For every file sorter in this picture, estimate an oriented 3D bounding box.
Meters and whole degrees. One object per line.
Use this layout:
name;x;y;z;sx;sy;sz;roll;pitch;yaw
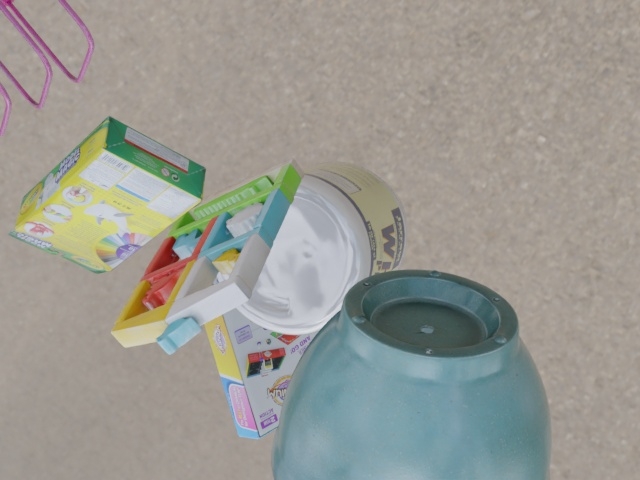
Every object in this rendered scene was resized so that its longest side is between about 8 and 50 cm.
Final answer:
file sorter;-0.465;-0.224;1.294;0.182;0.291;0.202;51;157;-3

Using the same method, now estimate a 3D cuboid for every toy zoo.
toy zoo;-0.136;0.024;1.181;0.192;0.293;0.030;-21;119;31

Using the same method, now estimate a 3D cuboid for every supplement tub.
supplement tub;0.000;0.000;1.541;0.236;0.325;0.235;3;100;18

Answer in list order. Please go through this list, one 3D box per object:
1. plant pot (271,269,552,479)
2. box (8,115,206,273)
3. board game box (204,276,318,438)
plant pot;0.101;0.151;1.012;0.293;0.293;0.196;18;120;25
box;-0.197;-0.032;0.902;0.105;0.043;0.179;29;135;-32
board game box;-0.089;0.171;1.843;0.064;0.242;0.316;-7;102;49
